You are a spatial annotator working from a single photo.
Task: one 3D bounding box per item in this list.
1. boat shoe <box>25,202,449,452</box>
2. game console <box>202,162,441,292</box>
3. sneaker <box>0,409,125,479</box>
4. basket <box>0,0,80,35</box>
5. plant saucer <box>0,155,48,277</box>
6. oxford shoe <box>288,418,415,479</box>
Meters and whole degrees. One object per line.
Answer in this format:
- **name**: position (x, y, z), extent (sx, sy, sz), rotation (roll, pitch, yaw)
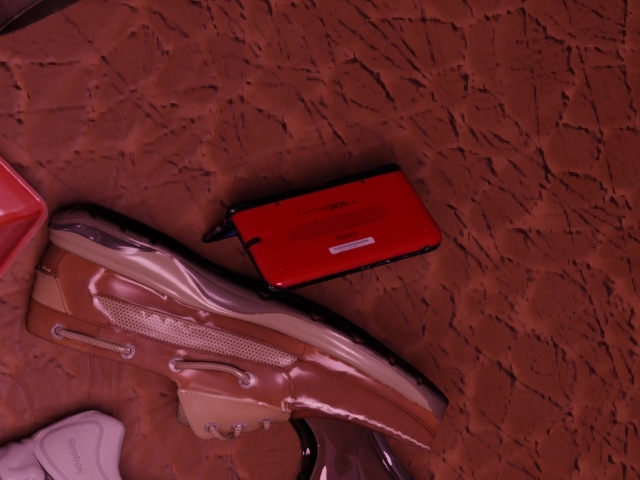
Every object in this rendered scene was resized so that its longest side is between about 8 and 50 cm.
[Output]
- **boat shoe**: position (-0.067, 0.086, 1.420), extent (0.324, 0.122, 0.120), rotation (25, 93, 2)
- **game console**: position (0.000, 0.000, 1.447), extent (0.144, 0.085, 0.124), rotation (-16, 52, -21)
- **sneaker**: position (-0.136, 0.260, 1.411), extent (0.118, 0.110, 0.292), rotation (-32, 100, -28)
- **basket**: position (-0.198, -0.296, 1.379), extent (0.204, 0.154, 0.227), rotation (-28, 94, 5)
- **plant saucer**: position (-0.341, -0.027, 1.295), extent (0.259, 0.047, 0.258), rotation (46, 43, -14)
- **oxford shoe**: position (0.028, 0.203, 1.488), extent (0.096, 0.083, 0.227), rotation (-24, 85, -18)
